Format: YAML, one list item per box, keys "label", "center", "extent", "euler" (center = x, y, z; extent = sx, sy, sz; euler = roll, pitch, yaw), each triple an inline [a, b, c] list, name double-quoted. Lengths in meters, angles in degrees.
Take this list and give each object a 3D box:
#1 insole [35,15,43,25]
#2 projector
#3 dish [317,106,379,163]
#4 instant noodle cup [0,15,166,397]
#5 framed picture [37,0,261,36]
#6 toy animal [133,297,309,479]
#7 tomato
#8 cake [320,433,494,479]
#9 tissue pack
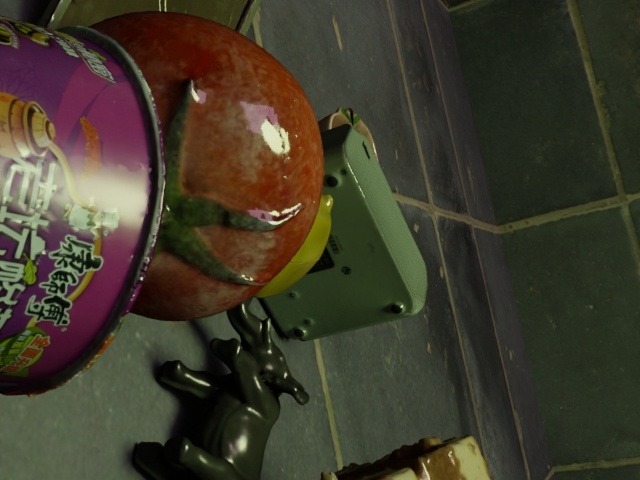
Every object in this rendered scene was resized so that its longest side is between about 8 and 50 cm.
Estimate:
- label: "insole"
  center: [-0.230, -0.213, 0.848]
  extent: [0.232, 0.003, 0.080]
  euler: [-24, 99, -66]
- label: "projector"
  center: [0.000, 0.000, 0.996]
  extent: [0.250, 0.198, 0.108]
  euler: [62, 26, -26]
- label: "dish"
  center: [0.023, -0.110, 1.252]
  extent: [0.213, 0.090, 0.213]
  euler: [40, 44, -54]
- label: "instant noodle cup"
  center: [-0.243, -0.034, 0.444]
  extent: [0.190, 0.251, 0.251]
  euler: [13, 65, -54]
- label: "framed picture"
  center: [-0.157, -0.287, 0.861]
  extent: [0.247, 0.022, 0.335]
  euler: [43, 63, -54]
- label: "toy animal"
  center: [-0.100, 0.172, 0.808]
  extent: [0.146, 0.114, 0.245]
  euler: [46, 58, -38]
- label: "tomato"
  center: [-0.128, -0.067, 0.677]
  extent: [0.265, 0.265, 0.265]
  euler: [44, 38, -50]
- label: "cake"
  center: [0.045, 0.354, 0.749]
  extent: [0.290, 0.255, 0.282]
  euler: [-5, 70, -59]
- label: "tissue pack"
  center: [-0.076, -0.035, 0.858]
  extent: [0.178, 0.127, 0.123]
  euler: [42, 20, 14]
